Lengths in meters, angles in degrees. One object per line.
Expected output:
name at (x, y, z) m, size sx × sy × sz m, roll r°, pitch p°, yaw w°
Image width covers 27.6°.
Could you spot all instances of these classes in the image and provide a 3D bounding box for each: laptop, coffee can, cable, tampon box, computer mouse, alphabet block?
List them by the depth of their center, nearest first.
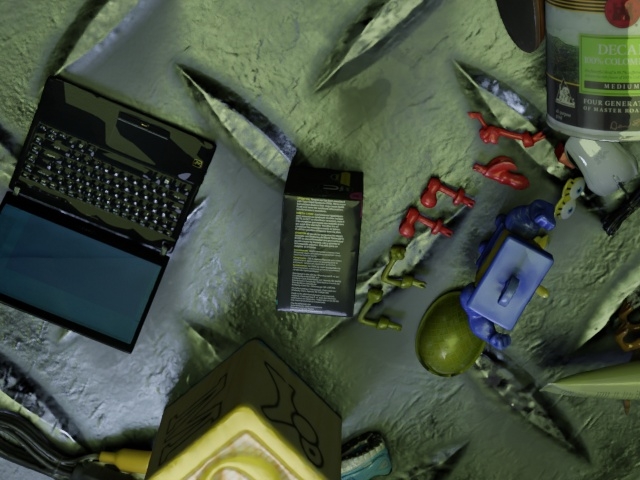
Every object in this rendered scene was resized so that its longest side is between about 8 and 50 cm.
coffee can at (0.360, -0.274, 1.512) m, size 0.201 × 0.201 × 0.275 m, roll -4°, pitch 111°, yaw 3°
computer mouse at (0.365, -0.080, 1.627) m, size 0.106 × 0.042 × 0.193 m, roll -37°, pitch 137°, yaw 14°
laptop at (-0.292, -0.034, 1.656) m, size 0.234 × 0.136 × 0.264 m, roll 23°, pitch 110°, yaw -7°
tampon box at (0.000, 0.000, 1.669) m, size 0.101 × 0.120 × 0.161 m, roll 5°, pitch 111°, yaw 0°
alphabet block at (-0.098, 0.285, 1.740) m, size 0.193 × 0.197 × 0.192 m, roll -42°, pitch 104°, yaw 16°
cable at (-0.343, 0.322, 1.853) m, size 0.287 × 0.072 × 0.139 m, roll 20°, pitch 128°, yaw 7°

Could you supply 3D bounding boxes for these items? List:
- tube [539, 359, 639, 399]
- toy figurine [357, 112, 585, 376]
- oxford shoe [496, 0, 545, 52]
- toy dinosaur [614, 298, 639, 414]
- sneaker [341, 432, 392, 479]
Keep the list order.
tube at (0.412, 0.182, 1.709) m, size 0.240 × 0.062 × 0.070 m, roll -5°, pitch 126°, yaw 3°
toy figurine at (0.194, 0.042, 1.629) m, size 0.191 × 0.217 × 0.362 m, roll 28°, pitch 109°, yaw -9°
oxford shoe at (0.253, -0.331, 1.567) m, size 0.076 × 0.076 × 0.212 m, roll -24°, pitch 121°, yaw -25°
toy dinosaur at (0.439, 0.143, 1.743) m, size 0.112 × 0.064 × 0.211 m, roll 33°, pitch 109°, yaw -12°
sneaker at (0.029, 0.338, 1.830) m, size 0.162 × 0.063 × 0.073 m, roll -27°, pitch 111°, yaw 11°
